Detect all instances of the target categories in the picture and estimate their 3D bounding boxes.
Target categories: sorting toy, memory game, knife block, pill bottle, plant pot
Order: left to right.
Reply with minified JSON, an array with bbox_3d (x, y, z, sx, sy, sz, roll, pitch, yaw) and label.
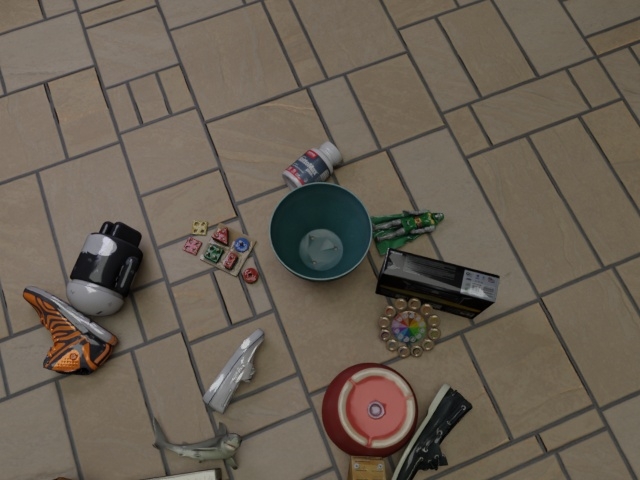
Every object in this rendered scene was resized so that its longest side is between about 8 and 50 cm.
[{"bbox_3d":[-0.296,0.019,1.781,0.274,0.046,0.132,25,74,9],"label":"sorting toy"},{"bbox_3d":[-0.023,-0.229,1.829,0.180,0.108,0.108,-42,76,-13],"label":"pill bottle"},{"bbox_3d":[0.000,0.000,1.707,0.290,0.195,0.290,0,72,0],"label":"plant pot"},{"bbox_3d":[0.102,0.727,1.487,0.088,0.242,0.276,6,51,-10],"label":"knife block"},{"bbox_3d":[0.139,0.449,1.534,0.274,0.243,0.275,0,73,0],"label":"plant pot"},{"bbox_3d":[0.257,0.252,1.669,0.186,0.012,0.186,2,102,9],"label":"memory game"}]

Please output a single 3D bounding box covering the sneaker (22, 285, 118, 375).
[{"bbox_3d":[-0.762,0.271,1.659,0.321,0.124,0.180,31,74,10],"label":"sneaker"}]

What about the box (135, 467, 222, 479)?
[{"bbox_3d":[-0.402,0.683,1.538,0.275,0.094,0.113,-7,72,-1],"label":"box"}]

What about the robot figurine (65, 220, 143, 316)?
[{"bbox_3d":[-0.628,0.086,1.698,0.173,0.209,0.278,20,72,-11],"label":"robot figurine"}]

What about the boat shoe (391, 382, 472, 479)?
[{"bbox_3d":[0.303,0.557,1.559,0.113,0.127,0.340,28,64,21],"label":"boat shoe"}]

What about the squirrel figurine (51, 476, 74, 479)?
[{"bbox_3d":[-0.705,0.808,1.446,0.370,0.281,0.397,-30,88,-20],"label":"squirrel figurine"}]

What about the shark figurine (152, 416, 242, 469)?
[{"bbox_3d":[-0.321,0.550,1.597,0.278,0.166,0.116,-5,45,17],"label":"shark figurine"}]

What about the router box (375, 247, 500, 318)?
[{"bbox_3d":[0.320,0.127,1.639,0.308,0.243,0.081,15,72,5],"label":"router box"}]

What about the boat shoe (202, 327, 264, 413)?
[{"bbox_3d":[-0.228,0.373,1.649,0.084,0.095,0.258,36,86,7],"label":"boat shoe"}]

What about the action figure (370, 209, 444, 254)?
[{"bbox_3d":[0.275,-0.048,1.795,0.232,0.063,0.137,-15,69,-8],"label":"action figure"}]
